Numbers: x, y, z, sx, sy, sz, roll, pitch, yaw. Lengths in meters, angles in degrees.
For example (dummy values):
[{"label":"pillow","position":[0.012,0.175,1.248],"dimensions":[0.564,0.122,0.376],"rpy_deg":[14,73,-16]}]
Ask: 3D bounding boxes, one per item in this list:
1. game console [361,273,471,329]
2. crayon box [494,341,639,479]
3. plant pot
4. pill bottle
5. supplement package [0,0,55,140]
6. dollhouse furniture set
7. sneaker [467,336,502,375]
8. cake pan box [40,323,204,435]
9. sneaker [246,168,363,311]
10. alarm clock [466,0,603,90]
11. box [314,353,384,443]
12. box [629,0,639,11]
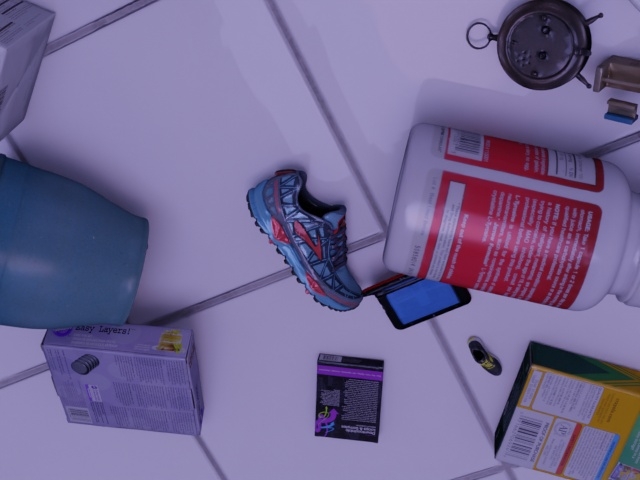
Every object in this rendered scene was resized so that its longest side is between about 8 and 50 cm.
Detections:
[{"label":"game console","position":[0.157,0.091,1.774],"dimensions":[0.144,0.124,0.085],"rpy_deg":[-24,84,18]},{"label":"crayon box","position":[0.476,0.312,1.833],"dimensions":[0.323,0.083,0.203],"rpy_deg":[16,117,1]},{"label":"plant pot","position":[-0.417,0.024,1.740],"dimensions":[0.255,0.271,0.271],"rpy_deg":[14,118,-16]},{"label":"pill bottle","position":[0.311,-0.025,1.611],"dimensions":[0.408,0.229,0.229],"rpy_deg":[13,117,2]},{"label":"supplement package","position":[-0.576,-0.282,1.633],"dimensions":[0.263,0.198,0.199],"rpy_deg":[23,117,-3]},{"label":"dollhouse furniture set","position":[0.499,-0.188,1.580],"dimensions":[0.184,0.129,0.129],"rpy_deg":[18,120,27]},{"label":"sneaker","position":[0.275,0.202,1.835],"dimensions":[0.031,0.035,0.083],"rpy_deg":[-37,105,23]},{"label":"cake pan box","position":[-0.330,0.241,1.875],"dimensions":[0.246,0.070,0.267],"rpy_deg":[5,140,6]},{"label":"sneaker","position":[0.000,0.000,1.740],"dimensions":[0.125,0.104,0.262],"rpy_deg":[-33,107,19]},{"label":"alarm clock","position":[0.301,-0.284,1.568],"dimensions":[0.192,0.064,0.129],"rpy_deg":[12,108,22]},{"label":"box","position":[0.050,0.278,1.910],"dimensions":[0.116,0.029,0.162],"rpy_deg":[6,115,6]},{"label":"box","position":[0.423,-0.392,1.469],"dimensions":[0.170,0.130,0.091],"rpy_deg":[43,115,-13]}]
